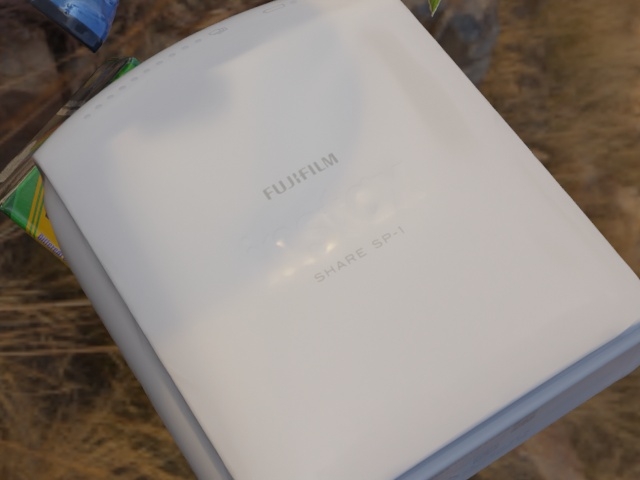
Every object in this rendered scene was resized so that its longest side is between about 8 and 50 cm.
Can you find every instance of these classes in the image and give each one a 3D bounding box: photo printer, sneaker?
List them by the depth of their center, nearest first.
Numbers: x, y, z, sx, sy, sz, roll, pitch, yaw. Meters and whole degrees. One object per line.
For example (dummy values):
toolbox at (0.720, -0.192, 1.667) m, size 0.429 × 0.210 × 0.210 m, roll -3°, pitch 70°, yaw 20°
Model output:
photo printer at (0.000, 0.000, 0.666) m, size 0.307 × 0.256 × 0.107 m, roll 55°, pitch -14°, yaw 24°
sneaker at (-0.190, -0.214, 0.956) m, size 0.069 × 0.082 × 0.209 m, roll 41°, pitch 10°, yaw -24°

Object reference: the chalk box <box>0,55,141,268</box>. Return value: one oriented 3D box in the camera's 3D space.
chalk box at (-0.166, -0.073, 1.025) m, size 0.132 × 0.132 × 0.213 m, roll 45°, pitch 82°, yaw -20°

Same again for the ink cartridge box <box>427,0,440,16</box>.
ink cartridge box at (0.217, -0.387, 1.373) m, size 0.189 × 0.097 × 0.255 m, roll -93°, pitch -153°, yaw -58°
